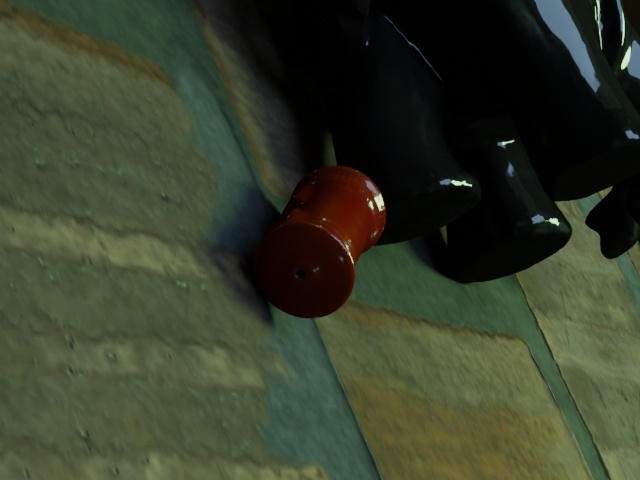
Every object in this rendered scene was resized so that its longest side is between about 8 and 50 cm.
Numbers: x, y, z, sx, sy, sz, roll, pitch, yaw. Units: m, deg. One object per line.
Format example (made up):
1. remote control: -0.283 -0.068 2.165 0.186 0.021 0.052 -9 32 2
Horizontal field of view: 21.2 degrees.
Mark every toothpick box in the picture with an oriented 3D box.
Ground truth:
1. toothpick box: 0.000 0.000 0.771 0.047 0.047 0.083 56 21 -10

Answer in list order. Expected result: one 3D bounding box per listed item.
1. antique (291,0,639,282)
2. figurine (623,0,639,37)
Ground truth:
1. antique: 0.103 -0.122 0.983 0.322 0.185 0.255 16 49 -57
2. figurine: 0.260 -0.228 1.500 0.173 0.177 0.247 50 2 31
